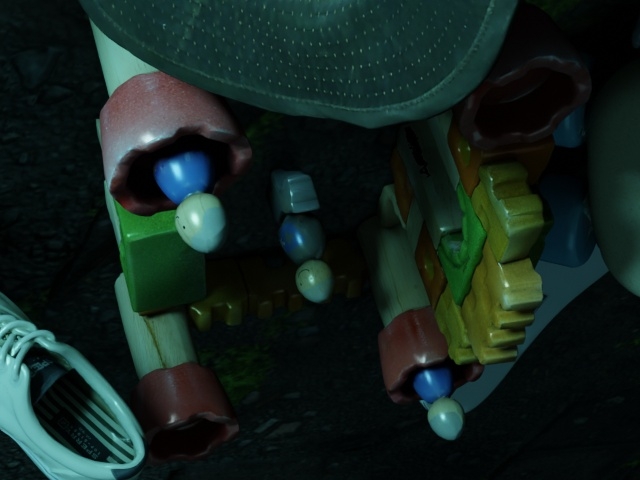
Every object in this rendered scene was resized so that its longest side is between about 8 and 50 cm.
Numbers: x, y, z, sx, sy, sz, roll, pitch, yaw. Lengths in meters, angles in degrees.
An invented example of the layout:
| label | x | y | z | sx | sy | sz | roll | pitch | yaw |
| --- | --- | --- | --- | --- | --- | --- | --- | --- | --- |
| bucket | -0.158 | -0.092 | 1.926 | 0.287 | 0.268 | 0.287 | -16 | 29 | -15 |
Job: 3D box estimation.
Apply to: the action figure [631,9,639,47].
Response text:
| label | x | y | z | sx | sy | sz | roll | pitch | yaw |
| --- | --- | --- | --- | --- | --- | --- | --- | --- | --- |
| action figure | 0.371 | -0.234 | 0.901 | 0.370 | 0.248 | 0.276 | -21 | 110 | -21 |

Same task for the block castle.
| label | x | y | z | sx | sy | sz | roll | pitch | yaw |
| --- | --- | --- | --- | --- | --- | --- | --- | --- | --- |
| block castle | 0.000 | 0.000 | 0.983 | 0.303 | 0.213 | 0.453 | -12 | 150 | -12 |

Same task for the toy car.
| label | x | y | z | sx | sy | sz | roll | pitch | yaw |
| --- | --- | --- | --- | --- | --- | --- | --- | --- | --- |
| toy car | 0.305 | -0.086 | 1.091 | 0.219 | 0.238 | 0.210 | 11 | 125 | 28 |

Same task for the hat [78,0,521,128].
| label | x | y | z | sx | sy | sz | roll | pitch | yaw |
| --- | --- | --- | --- | --- | --- | --- | --- | --- | --- |
| hat | -0.017 | -0.218 | 0.644 | 0.134 | 0.331 | 0.331 | -51 | 172 | -37 |

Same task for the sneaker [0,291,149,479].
| label | x | y | z | sx | sy | sz | roll | pitch | yaw |
| --- | --- | --- | --- | --- | --- | --- | --- | --- | --- |
| sneaker | -0.222 | 0.085 | 1.004 | 0.258 | 0.094 | 0.091 | 39 | 145 | -6 |

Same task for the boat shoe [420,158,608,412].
| label | x | y | z | sx | sy | sz | roll | pitch | yaw |
| --- | --- | --- | --- | --- | --- | --- | --- | --- | --- |
| boat shoe | 0.175 | 0.017 | 1.230 | 0.108 | 0.102 | 0.301 | 28 | 105 | -43 |
